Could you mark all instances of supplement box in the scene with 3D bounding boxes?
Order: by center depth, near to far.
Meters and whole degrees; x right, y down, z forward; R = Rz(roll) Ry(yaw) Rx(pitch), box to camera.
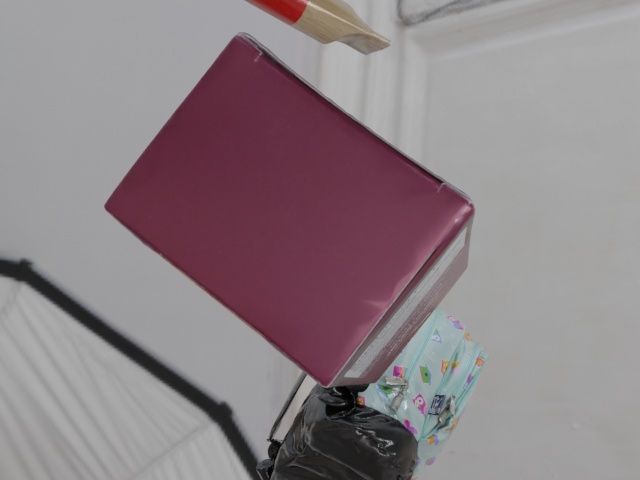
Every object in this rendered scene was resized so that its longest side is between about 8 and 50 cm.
[{"bbox_3d":[0.000,0.000,0.416,0.104,0.188,0.081,38,-91,11],"label":"supplement box"}]

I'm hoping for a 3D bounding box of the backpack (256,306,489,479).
[{"bbox_3d":[0.050,0.122,0.764,0.152,0.115,0.182,-45,-175,46],"label":"backpack"}]

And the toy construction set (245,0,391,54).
[{"bbox_3d":[0.097,-0.176,0.395,0.309,0.237,0.257,-34,-139,43],"label":"toy construction set"}]
